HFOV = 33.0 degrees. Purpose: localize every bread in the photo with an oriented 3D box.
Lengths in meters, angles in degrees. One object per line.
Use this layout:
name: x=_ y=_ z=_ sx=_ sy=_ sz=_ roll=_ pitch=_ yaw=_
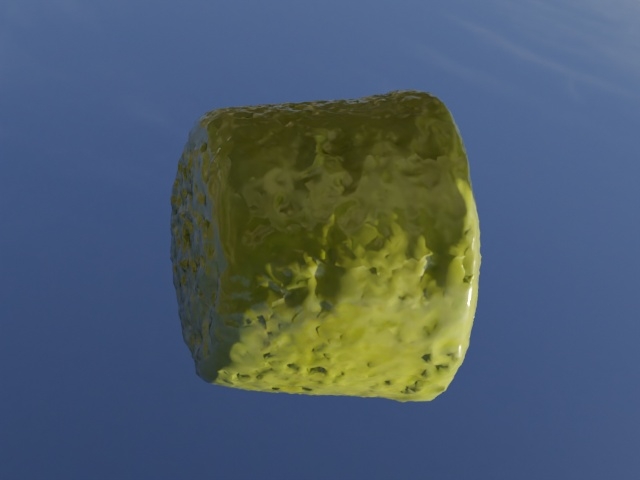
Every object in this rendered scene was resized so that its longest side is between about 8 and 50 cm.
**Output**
bread: x=0.000 y=0.000 z=1.180 sx=0.307 sy=0.348 sz=0.348 roll=3 pitch=-147 yaw=-15
